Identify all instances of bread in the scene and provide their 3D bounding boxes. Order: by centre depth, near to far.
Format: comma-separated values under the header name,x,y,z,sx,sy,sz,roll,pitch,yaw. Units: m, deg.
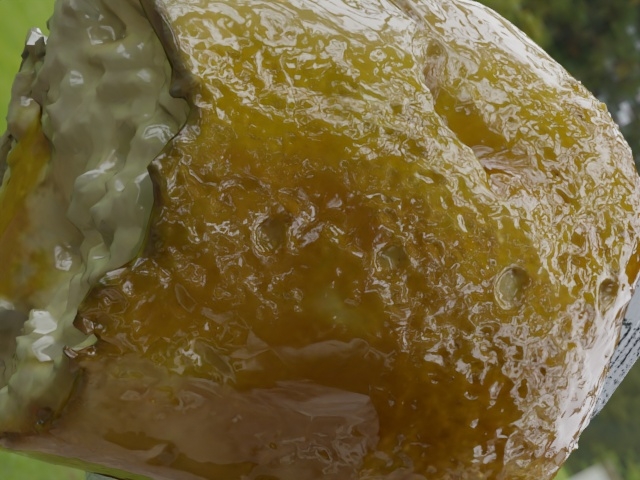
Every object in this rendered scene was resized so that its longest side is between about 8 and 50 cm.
name,x,y,z,sx,sy,sz,roll,pitch,yaw
bread,0.000,0.000,1.137,0.394,0.361,0.250,17,7,-14

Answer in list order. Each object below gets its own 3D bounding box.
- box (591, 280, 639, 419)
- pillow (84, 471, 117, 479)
name,x,y,z,sx,sy,sz,roll,pitch,yaw
box,0.189,0.058,1.282,0.027,0.125,0.126,39,4,38
pillow,-0.127,0.128,1.532,0.254,0.144,0.078,-97,168,-56
